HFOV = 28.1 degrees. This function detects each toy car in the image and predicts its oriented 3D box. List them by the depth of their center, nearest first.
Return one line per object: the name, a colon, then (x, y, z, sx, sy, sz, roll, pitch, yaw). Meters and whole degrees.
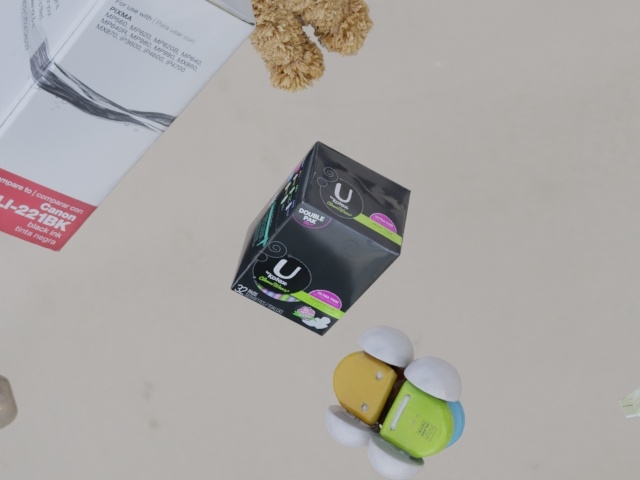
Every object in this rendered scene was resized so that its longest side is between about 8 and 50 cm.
toy car: (0.107, 0.206, 1.622, 0.182, 0.136, 0.159, 32, 101, 35)

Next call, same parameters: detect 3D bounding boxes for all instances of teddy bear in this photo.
teddy bear: (-0.068, -0.343, 1.678, 0.245, 0.338, 0.113, -20, 32, 2)

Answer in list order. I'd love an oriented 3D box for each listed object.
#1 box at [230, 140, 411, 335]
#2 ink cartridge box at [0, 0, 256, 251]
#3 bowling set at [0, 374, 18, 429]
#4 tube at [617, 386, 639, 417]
box: (0.000, 0.000, 0.690, 0.083, 0.062, 0.052, -49, 20, 41)
ink cartridge box: (-0.182, -0.157, 0.996, 0.273, 0.114, 0.197, -45, 39, 30)
bowling set: (-0.374, 0.056, 1.108, 0.200, 0.154, 0.287, 145, 108, -78)
tube: (0.333, 0.089, 0.917, 0.240, 0.070, 0.062, -16, 46, 8)
